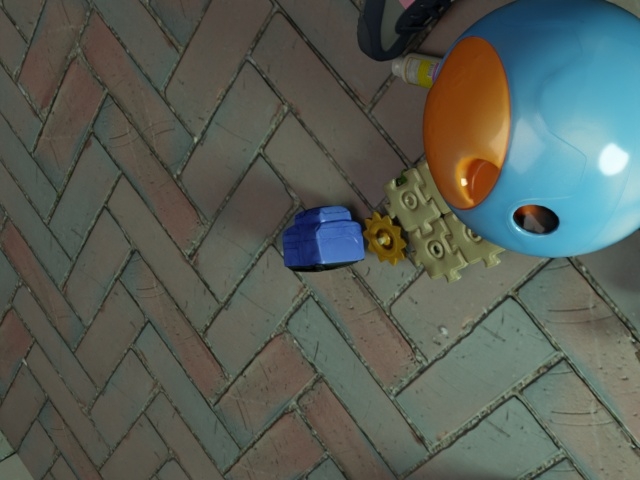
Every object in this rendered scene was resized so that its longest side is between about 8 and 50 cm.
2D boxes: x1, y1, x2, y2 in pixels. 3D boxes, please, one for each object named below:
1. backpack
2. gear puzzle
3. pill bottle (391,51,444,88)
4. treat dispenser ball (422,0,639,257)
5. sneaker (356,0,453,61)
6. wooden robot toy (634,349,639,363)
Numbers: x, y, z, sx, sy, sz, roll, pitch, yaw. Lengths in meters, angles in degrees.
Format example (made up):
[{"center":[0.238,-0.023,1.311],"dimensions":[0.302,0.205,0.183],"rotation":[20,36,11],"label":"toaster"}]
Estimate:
[{"center":[0.000,0.000,1.558],"dimensions":[0.120,0.097,0.101],"rotation":[-15,77,55],"label":"backpack"},{"center":[0.179,-0.035,1.409],"dimensions":[0.339,0.044,0.176],"rotation":[-29,90,50],"label":"gear puzzle"},{"center":[0.138,-0.229,1.349],"dimensions":[0.083,0.043,0.043],"rotation":[21,122,37],"label":"pill bottle"},{"center":[0.256,-0.125,1.105],"dimensions":[0.288,0.288,0.288],"rotation":[21,122,37],"label":"treat dispenser ball"},{"center":[0.150,-0.329,1.241],"dimensions":[0.131,0.112,0.319],"rotation":[47,136,21],"label":"sneaker"},{"center":[0.437,0.078,1.206],"dimensions":[0.079,0.076,0.173],"rotation":[-106,28,-45],"label":"wooden robot toy"}]
